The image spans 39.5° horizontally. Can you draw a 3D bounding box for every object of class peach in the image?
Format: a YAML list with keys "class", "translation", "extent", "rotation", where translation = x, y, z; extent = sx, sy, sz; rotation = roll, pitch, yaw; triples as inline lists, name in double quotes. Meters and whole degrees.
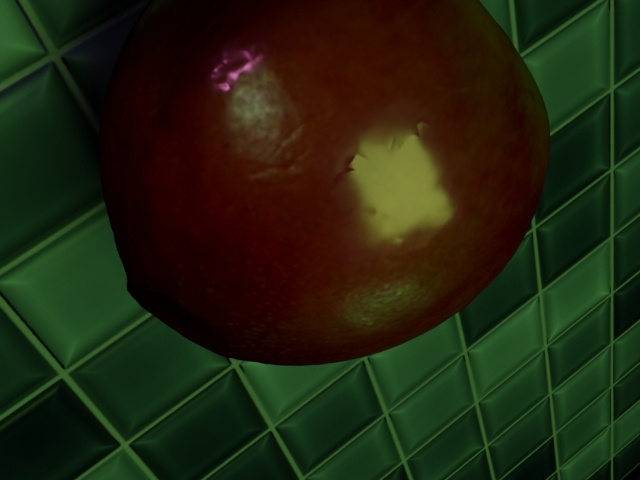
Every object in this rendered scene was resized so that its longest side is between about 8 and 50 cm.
- class: "peach"
  translation: [-0.011, -0.074, 0.755]
  extent: [0.388, 0.388, 0.388]
  rotation: [-23, 135, -26]
